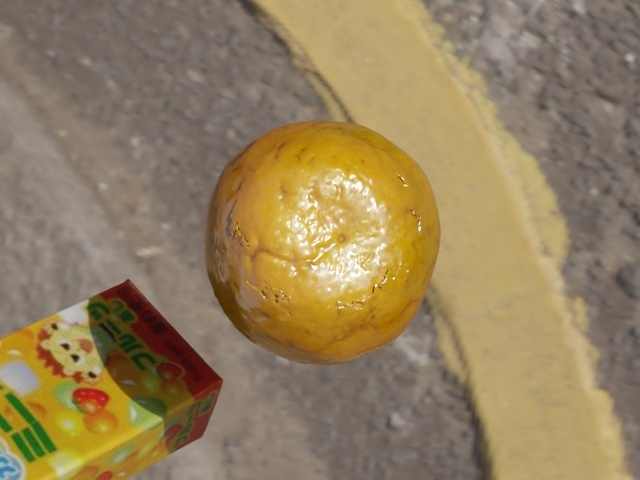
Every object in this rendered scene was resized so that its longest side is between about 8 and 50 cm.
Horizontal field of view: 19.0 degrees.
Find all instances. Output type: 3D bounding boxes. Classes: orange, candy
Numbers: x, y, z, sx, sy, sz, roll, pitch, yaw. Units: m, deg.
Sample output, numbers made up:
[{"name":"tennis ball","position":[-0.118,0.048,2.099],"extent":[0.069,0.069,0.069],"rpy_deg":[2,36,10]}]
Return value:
[{"name":"orange","position":[0.000,0.000,0.639],"extent":[0.083,0.070,0.083],"rpy_deg":[1,82,-9]},{"name":"candy","position":[-0.100,0.065,0.700],"extent":[0.062,0.122,0.038],"rpy_deg":[45,137,22]}]
